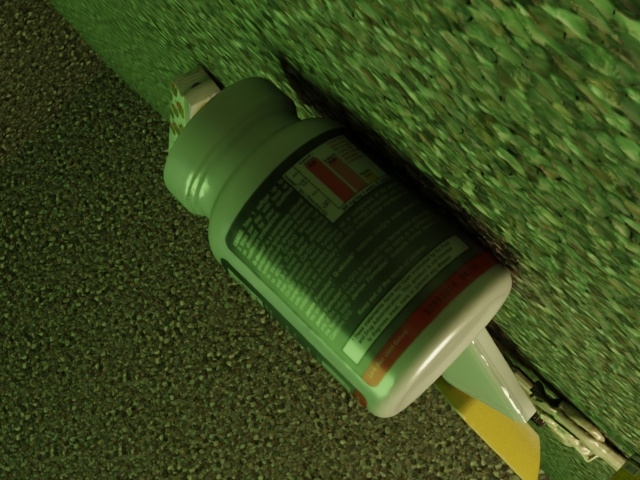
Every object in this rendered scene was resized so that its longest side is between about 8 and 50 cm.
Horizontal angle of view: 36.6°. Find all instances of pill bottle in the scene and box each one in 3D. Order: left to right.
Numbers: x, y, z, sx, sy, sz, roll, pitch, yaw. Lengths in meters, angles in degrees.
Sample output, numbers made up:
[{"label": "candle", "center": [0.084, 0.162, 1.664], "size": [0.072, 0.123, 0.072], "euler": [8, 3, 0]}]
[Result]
[{"label": "pill bottle", "center": [0.010, -0.002, 1.058], "size": [0.363, 0.210, 0.210], "euler": [43, 176, 15]}, {"label": "pill bottle", "center": [0.425, 0.363, 1.356], "size": [0.065, 0.116, 0.065], "euler": [44, 177, 3]}]

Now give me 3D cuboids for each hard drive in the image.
[{"label": "hard drive", "center": [0.194, 0.140, 1.487], "size": [0.203, 0.040, 0.307], "euler": [24, 154, 55]}]

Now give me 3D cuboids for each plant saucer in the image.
[{"label": "plant saucer", "center": [0.272, 0.268, 1.807], "size": [0.333, 0.081, 0.333], "euler": [46, -177, -41]}]

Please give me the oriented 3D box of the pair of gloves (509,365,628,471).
[{"label": "pair of gloves", "center": [0.390, 0.295, 1.562], "size": [0.204, 0.042, 0.240], "euler": [44, 177, -6]}]

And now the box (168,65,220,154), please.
[{"label": "box", "center": [-0.235, -0.197, 1.772], "size": [0.063, 0.067, 0.324], "euler": [53, 157, 14]}]

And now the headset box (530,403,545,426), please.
[{"label": "headset box", "center": [0.385, 0.305, 1.793], "size": [0.083, 0.032, 0.062], "euler": [44, 177, 10]}]
